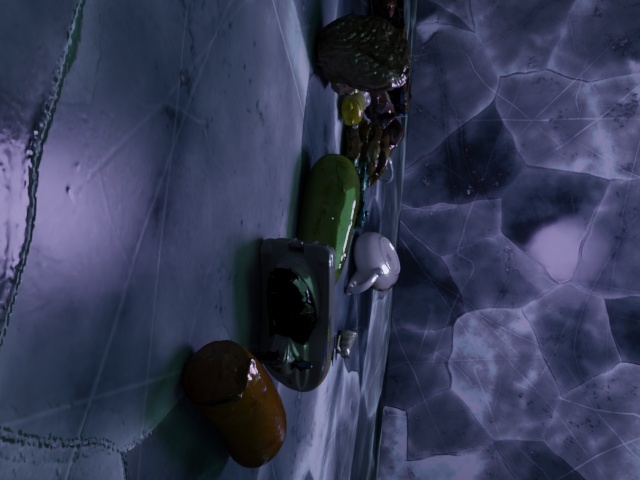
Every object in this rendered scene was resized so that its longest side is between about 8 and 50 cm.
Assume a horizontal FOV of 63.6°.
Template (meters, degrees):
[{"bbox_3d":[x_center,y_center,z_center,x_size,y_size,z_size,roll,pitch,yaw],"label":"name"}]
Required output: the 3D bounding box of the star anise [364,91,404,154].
[{"bbox_3d":[0.187,-0.383,1.614,0.229,0.093,0.236,-119,-174,-57],"label":"star anise"}]

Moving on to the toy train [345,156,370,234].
[{"bbox_3d":[0.070,-0.111,1.295,0.154,0.107,0.198,-56,148,-77],"label":"toy train"}]

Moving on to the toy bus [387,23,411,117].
[{"bbox_3d":[0.219,-0.544,1.674,0.275,0.138,0.167,70,26,-55],"label":"toy bus"}]

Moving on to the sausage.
[{"bbox_3d":[-0.103,0.238,0.716,0.271,0.108,0.109,82,18,-50],"label":"sausage"}]

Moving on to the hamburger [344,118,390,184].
[{"bbox_3d":[0.137,-0.242,1.469,0.206,0.129,0.183,31,67,-77],"label":"hamburger"}]

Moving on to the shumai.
[{"bbox_3d":[0.085,-0.378,1.129,0.175,0.205,0.167,119,-13,-70],"label":"shumai"}]

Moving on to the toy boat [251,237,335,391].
[{"bbox_3d":[-0.046,0.132,0.850,0.141,0.140,0.270,-13,109,-75],"label":"toy boat"}]

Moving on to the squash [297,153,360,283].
[{"bbox_3d":[0.008,0.001,1.052,0.118,0.118,0.371,46,52,-72],"label":"squash"}]

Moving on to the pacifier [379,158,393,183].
[{"bbox_3d":[0.168,-0.226,1.660,0.116,0.150,0.127,-36,121,-21],"label":"pacifier"}]

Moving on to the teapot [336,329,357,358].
[{"bbox_3d":[0.075,0.315,1.568,0.067,0.057,0.083,21,74,-36],"label":"teapot"}]

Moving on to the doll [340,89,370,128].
[{"bbox_3d":[0.092,-0.365,1.371,0.162,0.062,0.106,-65,152,-50],"label":"doll"}]

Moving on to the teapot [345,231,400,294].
[{"bbox_3d":[0.172,0.077,1.709,0.204,0.139,0.298,63,26,-13],"label":"teapot"}]

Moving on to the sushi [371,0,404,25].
[{"bbox_3d":[0.202,-0.703,1.619,0.031,0.139,0.201,-43,150,-16],"label":"sushi"}]
